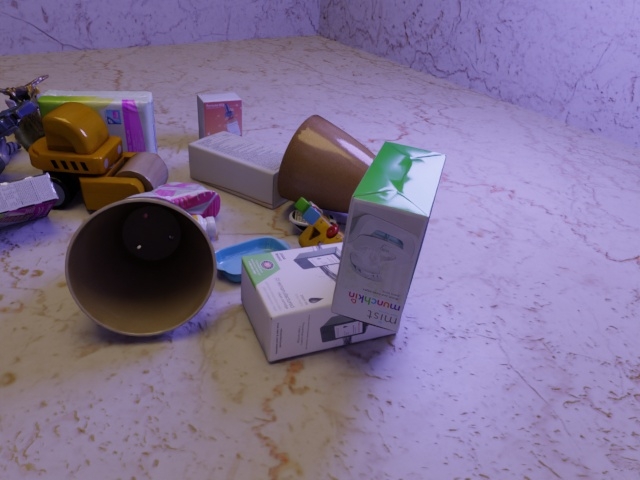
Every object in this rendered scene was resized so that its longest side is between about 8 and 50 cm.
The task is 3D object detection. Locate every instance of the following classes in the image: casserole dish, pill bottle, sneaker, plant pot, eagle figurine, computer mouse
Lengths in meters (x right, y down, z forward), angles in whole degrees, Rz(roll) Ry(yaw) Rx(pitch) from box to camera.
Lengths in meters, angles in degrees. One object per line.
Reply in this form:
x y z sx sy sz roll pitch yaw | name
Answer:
-0.154 0.044 1.231 0.188 0.037 0.114 -19 38 -32 | casserole dish
-0.312 -0.027 1.300 0.116 0.065 0.065 -8 33 -20 | pill bottle
-0.387 -0.088 1.371 0.252 0.103 0.111 -9 29 -33 | sneaker
-0.345 0.016 1.087 0.256 0.257 0.274 -4 16 -13 | plant pot
0.057 -0.169 1.407 0.254 0.237 0.237 25 36 16 | plant pot
-0.894 -0.400 1.766 0.298 0.225 0.226 42 84 4 | eagle figurine
0.013 -0.037 1.385 0.192 0.042 0.106 9 36 -3 | computer mouse

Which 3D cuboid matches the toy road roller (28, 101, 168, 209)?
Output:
-0.581 -0.221 1.413 0.329 0.241 0.202 4 32 0 | toy road roller

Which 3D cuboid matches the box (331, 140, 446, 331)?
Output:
0.121 -0.017 0.960 0.126 0.231 0.262 15 32 11 | box

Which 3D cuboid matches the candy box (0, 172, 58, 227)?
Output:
-0.739 -0.073 1.239 0.233 0.071 0.159 -22 1 -37 | candy box

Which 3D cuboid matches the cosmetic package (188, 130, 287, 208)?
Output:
-0.213 -0.210 1.569 0.309 0.113 0.160 22 35 27 | cosmetic package

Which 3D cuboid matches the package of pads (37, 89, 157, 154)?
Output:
-0.627 -0.308 1.563 0.296 0.229 0.101 -1 36 -11 | package of pads

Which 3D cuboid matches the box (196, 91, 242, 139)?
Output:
-0.331 -0.391 1.794 0.130 0.171 0.091 -10 34 -22 | box

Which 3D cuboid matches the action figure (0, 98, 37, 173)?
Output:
-0.900 -0.269 1.520 0.341 0.179 0.330 -26 40 2 | action figure

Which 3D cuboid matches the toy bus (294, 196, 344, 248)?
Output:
0.002 0.003 1.256 0.191 0.104 0.202 42 5 4 | toy bus

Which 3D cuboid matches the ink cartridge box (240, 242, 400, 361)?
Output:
0.000 0.107 1.070 0.272 0.115 0.198 -8 34 -22 | ink cartridge box
